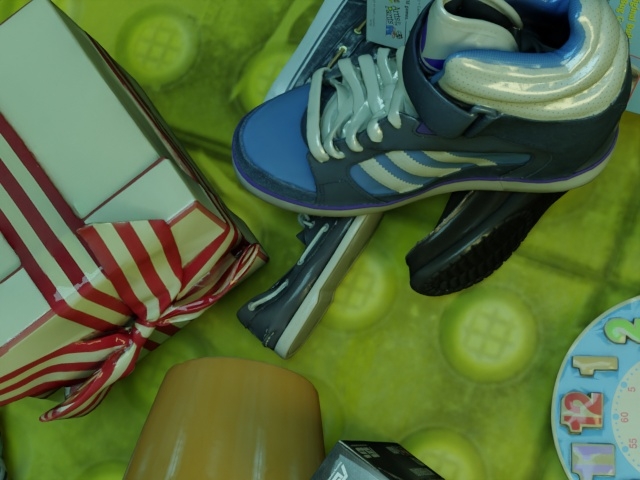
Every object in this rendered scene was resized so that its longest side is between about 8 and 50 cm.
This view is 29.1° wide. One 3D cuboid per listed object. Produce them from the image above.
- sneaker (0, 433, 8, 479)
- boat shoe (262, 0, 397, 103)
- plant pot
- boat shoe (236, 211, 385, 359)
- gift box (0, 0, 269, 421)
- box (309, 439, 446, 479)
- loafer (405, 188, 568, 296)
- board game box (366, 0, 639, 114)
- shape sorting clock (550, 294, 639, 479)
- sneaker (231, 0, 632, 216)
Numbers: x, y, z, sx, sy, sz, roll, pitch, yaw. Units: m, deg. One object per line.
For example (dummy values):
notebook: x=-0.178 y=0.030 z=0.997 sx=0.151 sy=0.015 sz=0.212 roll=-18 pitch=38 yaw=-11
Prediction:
sneaker: x=-0.384 y=0.201 z=1.105 sx=0.224 sy=0.083 sz=0.098 roll=-11 pitch=55 yaw=5
boat shoe: x=0.011 y=-0.133 z=1.087 sx=0.083 sy=0.065 sz=0.183 roll=27 pitch=84 yaw=15
plant pot: x=-0.075 y=0.201 z=0.977 sx=0.205 sy=0.205 sz=0.188 roll=0 pitch=62 yaw=12
boat shoe: x=0.000 y=0.000 z=1.056 sx=0.065 sy=0.075 sz=0.206 roll=32 pitch=90 yaw=13
gift box: x=-0.218 y=-0.007 z=1.006 sx=0.255 sy=0.276 sz=0.258 roll=-39 pitch=74 yaw=7
box: x=0.093 y=0.222 z=0.906 sx=0.183 sy=0.231 sz=0.056 roll=35 pitch=90 yaw=17
loafer: x=0.148 y=-0.042 z=1.039 sx=0.220 sy=0.080 sz=0.078 roll=-42 pitch=64 yaw=-5
board game box: x=0.191 y=-0.223 z=1.005 sx=0.275 sy=0.144 sz=0.142 roll=18 pitch=52 yaw=15
shape sorting clock: x=0.288 y=0.141 z=0.982 sx=0.206 sy=0.040 sz=0.206 roll=-3 pitch=78 yaw=12
sneaker: x=0.065 y=-0.121 z=0.915 sx=0.323 sy=0.236 sz=0.130 roll=-1 pitch=66 yaw=13
